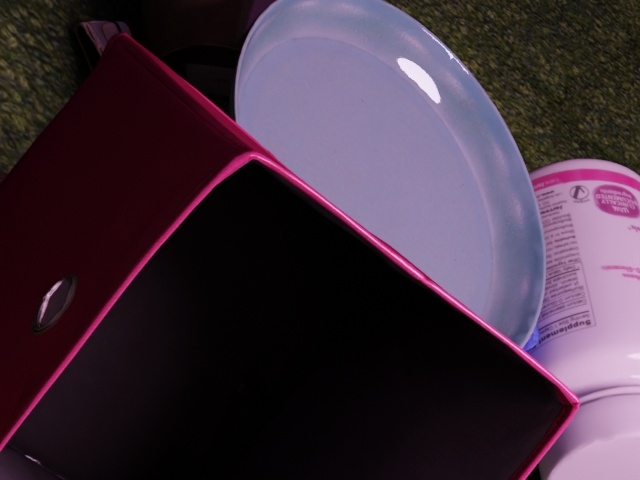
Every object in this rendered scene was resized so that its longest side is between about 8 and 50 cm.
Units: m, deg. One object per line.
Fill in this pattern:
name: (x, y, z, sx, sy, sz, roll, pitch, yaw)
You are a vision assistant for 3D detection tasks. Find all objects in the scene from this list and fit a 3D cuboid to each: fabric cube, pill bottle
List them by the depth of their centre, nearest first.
fabric cube: (-0.067, 0.076, 1.088, 0.259, 0.254, 0.258, 38, 3, -28)
pill bottle: (0.233, 0.084, 1.650, 0.160, 0.160, 0.283, 27, 41, -35)

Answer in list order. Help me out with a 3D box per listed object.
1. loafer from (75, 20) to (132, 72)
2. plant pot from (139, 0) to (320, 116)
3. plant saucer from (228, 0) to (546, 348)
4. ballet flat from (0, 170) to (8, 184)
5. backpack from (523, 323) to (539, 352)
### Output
loafer: (-0.158, -0.118, 1.466, 0.039, 0.045, 0.125, 8, 45, -27)
plant pot: (-0.058, -0.211, 1.553, 0.215, 0.215, 0.230, 31, 53, -30)
plant saucer: (0.046, -0.039, 1.446, 0.317, 0.044, 0.317, 25, 51, -34)
ballet flat: (-0.219, -0.008, 1.215, 0.348, 0.123, 0.123, 28, 39, -31)
backpack: (0.114, 0.073, 1.567, 0.120, 0.098, 0.101, -4, 81, -44)
